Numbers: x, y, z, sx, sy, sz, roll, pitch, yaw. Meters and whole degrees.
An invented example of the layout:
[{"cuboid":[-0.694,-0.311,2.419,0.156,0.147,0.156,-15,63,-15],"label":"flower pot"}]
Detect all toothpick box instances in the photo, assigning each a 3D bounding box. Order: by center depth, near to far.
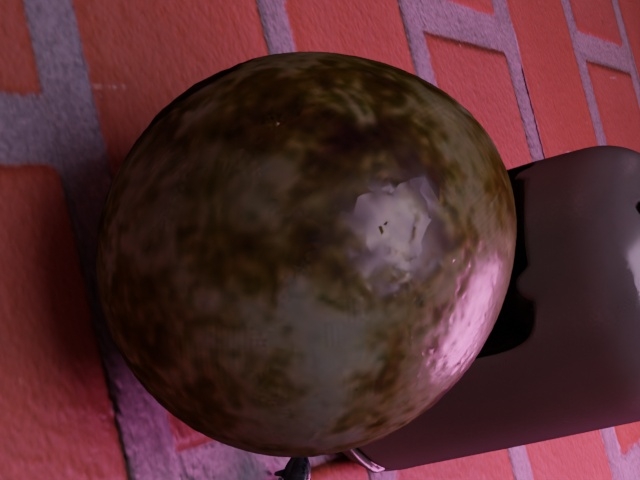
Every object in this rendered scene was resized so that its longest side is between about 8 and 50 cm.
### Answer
[{"cuboid":[0.161,0.054,0.957,0.229,0.316,0.229,36,46,-49],"label":"toothpick box"}]

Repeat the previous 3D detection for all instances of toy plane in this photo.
[{"cuboid":[-0.022,0.183,0.865,0.078,0.031,0.083,43,41,-43],"label":"toy plane"}]

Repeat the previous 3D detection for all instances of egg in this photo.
[{"cuboid":[0.000,0.000,0.775,0.289,0.238,0.238,-36,108,-48],"label":"egg"}]
